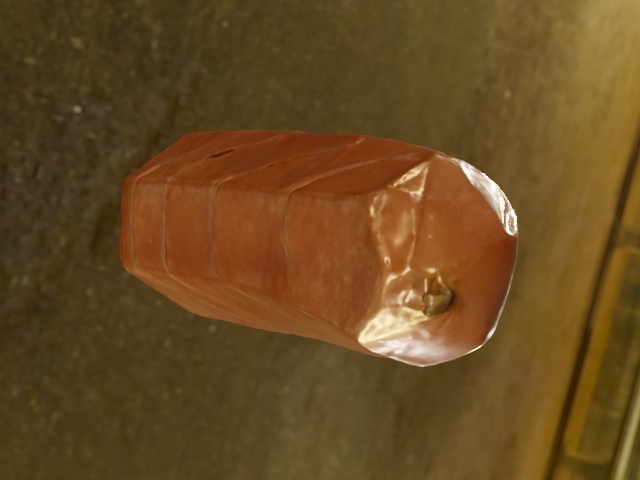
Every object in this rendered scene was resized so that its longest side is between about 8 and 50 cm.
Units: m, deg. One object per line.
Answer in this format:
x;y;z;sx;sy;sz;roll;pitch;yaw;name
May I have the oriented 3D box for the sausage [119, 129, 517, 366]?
0.000;-0.001;0.468;0.065;0.169;0.065;-3;96;-32;sausage
